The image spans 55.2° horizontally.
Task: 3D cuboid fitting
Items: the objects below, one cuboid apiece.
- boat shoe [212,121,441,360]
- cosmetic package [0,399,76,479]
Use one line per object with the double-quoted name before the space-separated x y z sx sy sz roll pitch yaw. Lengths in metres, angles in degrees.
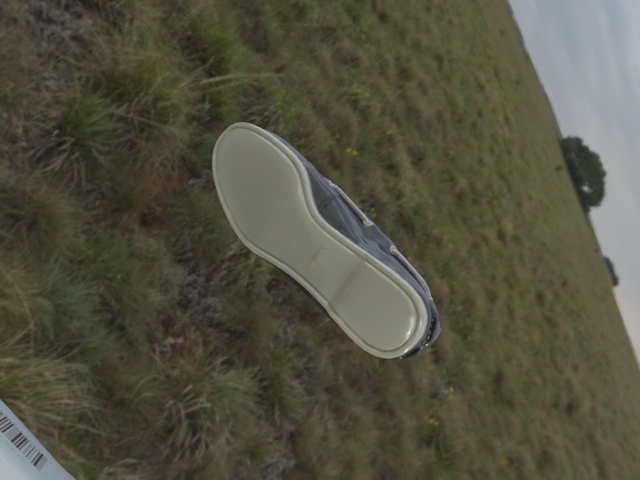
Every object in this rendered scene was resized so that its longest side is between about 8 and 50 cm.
"boat shoe" 0.000 0.000 0.675 0.335 0.112 0.095 47 12 24
"cosmetic package" -0.410 0.299 0.492 0.217 0.385 0.156 50 -19 -4
